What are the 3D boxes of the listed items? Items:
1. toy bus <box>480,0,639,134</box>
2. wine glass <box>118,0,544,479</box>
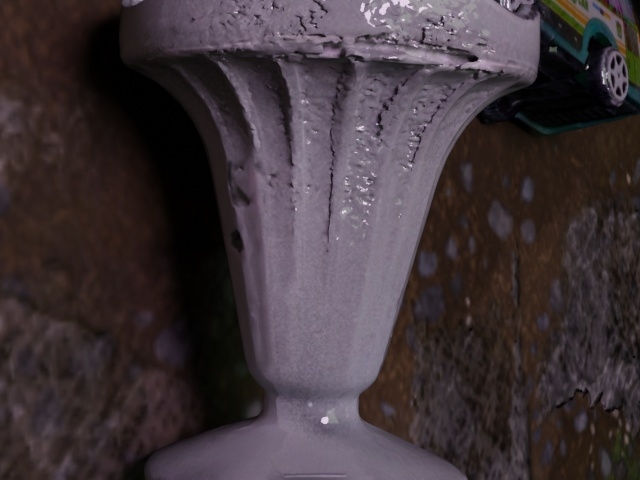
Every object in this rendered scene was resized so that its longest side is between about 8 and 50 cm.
[{"bbox_3d":[0.097,-0.132,0.640,0.261,0.091,0.109,19,66,-52],"label":"toy bus"},{"bbox_3d":[0.000,0.000,0.452,0.165,0.165,0.197,2,91,-52],"label":"wine glass"}]
